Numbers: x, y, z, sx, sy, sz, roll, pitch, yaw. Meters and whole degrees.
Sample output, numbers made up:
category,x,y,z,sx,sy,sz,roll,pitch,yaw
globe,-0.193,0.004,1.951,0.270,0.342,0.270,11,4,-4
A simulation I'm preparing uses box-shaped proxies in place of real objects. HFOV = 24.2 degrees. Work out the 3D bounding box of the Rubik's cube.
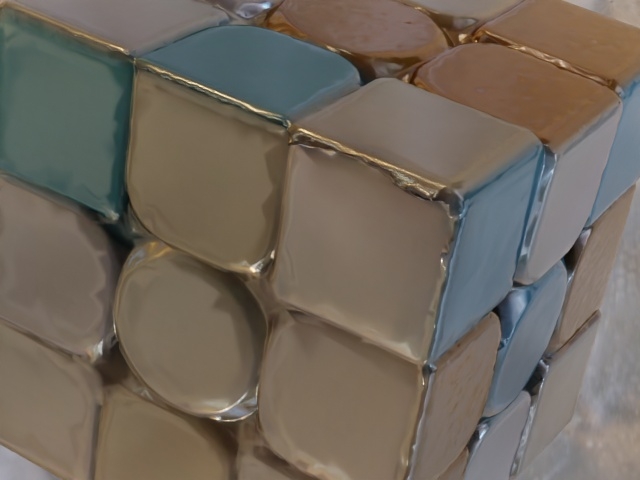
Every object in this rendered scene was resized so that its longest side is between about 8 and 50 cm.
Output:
category,x,y,z,sx,sy,sz,roll,pitch,yaw
Rubik's cube,0.000,0.000,1.049,0.347,0.344,0.347,26,123,24
